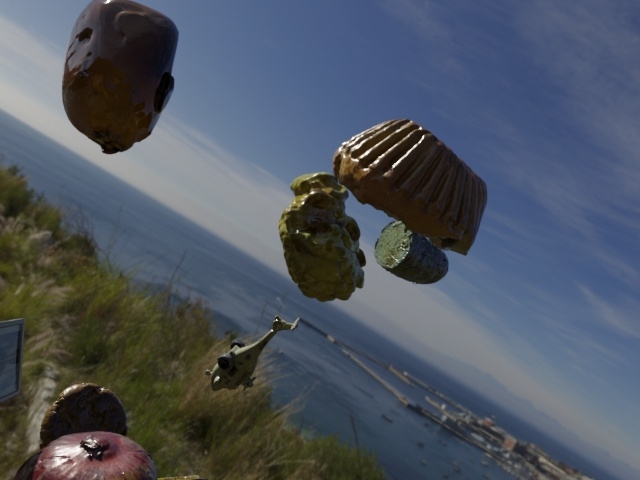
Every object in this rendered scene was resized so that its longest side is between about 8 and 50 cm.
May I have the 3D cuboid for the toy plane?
[{"bbox_3d":[-0.163,0.268,1.185,0.108,0.286,0.092,42,18,1],"label":"toy plane"}]

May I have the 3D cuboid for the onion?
[{"bbox_3d":[-0.412,0.440,0.901,0.246,0.190,0.246,11,1,0],"label":"onion"}]

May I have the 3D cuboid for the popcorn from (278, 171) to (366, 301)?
[{"bbox_3d":[0.000,0.000,1.106,0.173,0.286,0.225,-11,11,10],"label":"popcorn"}]

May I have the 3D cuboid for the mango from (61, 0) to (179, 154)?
[{"bbox_3d":[-0.356,-0.293,0.889,0.201,0.287,0.152,-17,-25,32],"label":"mango"}]

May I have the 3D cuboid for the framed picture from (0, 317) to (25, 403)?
[{"bbox_3d":[-0.574,0.218,0.879,0.015,0.150,0.203,2,-5,-3],"label":"framed picture"}]

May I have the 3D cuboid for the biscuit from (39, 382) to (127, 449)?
[{"bbox_3d":[-0.568,0.461,1.236,0.042,0.226,0.226,-20,-40,35],"label":"biscuit"}]

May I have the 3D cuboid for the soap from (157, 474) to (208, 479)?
[{"bbox_3d":[-0.411,0.718,1.377,0.076,0.135,0.233,-13,-24,38],"label":"soap"}]

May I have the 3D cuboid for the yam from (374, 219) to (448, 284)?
[{"bbox_3d":[0.182,0.031,1.017,0.107,0.107,0.183,26,-2,43],"label":"yam"}]

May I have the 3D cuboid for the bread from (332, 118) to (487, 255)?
[{"bbox_3d":[0.153,-0.093,0.819,0.274,0.149,0.274,32,12,-8],"label":"bread"}]
